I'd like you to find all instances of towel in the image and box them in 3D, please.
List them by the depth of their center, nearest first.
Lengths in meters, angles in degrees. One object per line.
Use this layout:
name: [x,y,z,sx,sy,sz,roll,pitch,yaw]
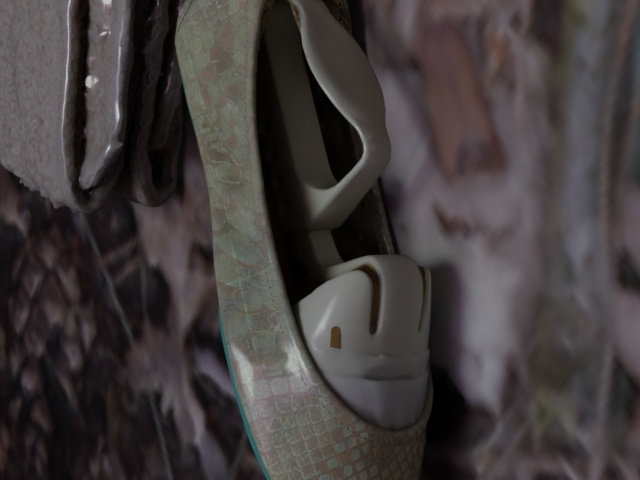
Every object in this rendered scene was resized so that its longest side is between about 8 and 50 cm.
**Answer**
towel: [-0.126,-0.134,0.645,0.282,0.049,0.187,29,118,50]

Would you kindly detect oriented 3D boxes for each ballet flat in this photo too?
ballet flat: [0.000,0.000,0.483,0.052,0.057,0.168,-29,72,43]
